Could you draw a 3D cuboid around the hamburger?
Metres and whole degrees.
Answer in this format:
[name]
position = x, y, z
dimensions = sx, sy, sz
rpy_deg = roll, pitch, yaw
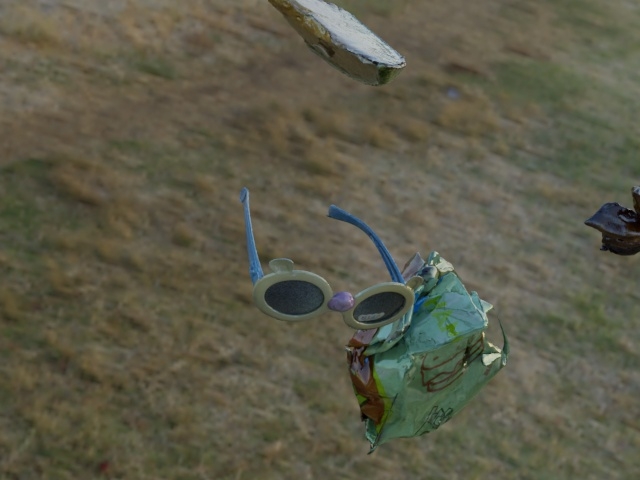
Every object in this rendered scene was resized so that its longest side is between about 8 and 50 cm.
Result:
[hamburger]
position = 0.158, 0.146, 1.699
dimensions = 0.150, 0.260, 0.276
rpy_deg = 18, 29, 28

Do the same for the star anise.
[star anise]
position = 0.369, -0.022, 1.423
dimensions = 0.168, 0.168, 0.057
rpy_deg = 4, 67, -34

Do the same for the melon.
[melon]
position = 0.028, -0.183, 1.219
dimensions = 0.098, 0.054, 0.182
rpy_deg = 29, 10, -49

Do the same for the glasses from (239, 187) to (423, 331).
[glasses]
position = -0.009, 0.026, 1.480
dimensions = 0.190, 0.088, 0.220
rpy_deg = 8, 21, -24
